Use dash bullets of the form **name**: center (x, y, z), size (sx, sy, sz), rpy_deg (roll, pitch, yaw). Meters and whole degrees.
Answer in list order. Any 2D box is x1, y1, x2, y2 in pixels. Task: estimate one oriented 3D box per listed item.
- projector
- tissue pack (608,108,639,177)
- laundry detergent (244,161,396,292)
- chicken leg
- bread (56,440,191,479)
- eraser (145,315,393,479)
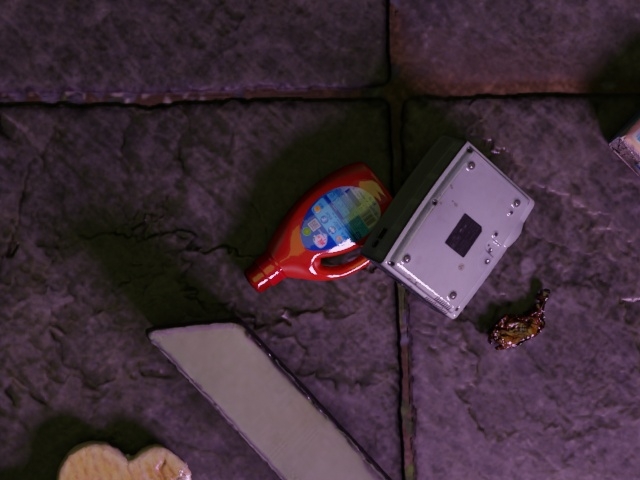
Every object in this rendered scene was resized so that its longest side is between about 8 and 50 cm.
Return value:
- **projector**: center (0.129, -0.012, 1.118), size (0.115, 0.061, 0.147), rpy_deg (37, 86, -30)
- **tissue pack**: center (0.352, -0.109, 1.160), size (0.094, 0.059, 0.074), rpy_deg (-44, 90, -5)
- **laundry detergent**: center (0.000, 0.000, 1.137), size (0.165, 0.049, 0.097), rpy_deg (-37, 97, -2)
- **chicken leg**: center (0.208, 0.084, 1.161), size (0.083, 0.021, 0.036), rpy_deg (-34, 81, -5)
- **bread**: center (-0.213, 0.321, 1.111), size (0.182, 0.039, 0.250), rpy_deg (-1, 88, -4)
- **eraser**: center (-0.021, 0.191, 1.094), size (0.077, 0.111, 0.352), rpy_deg (-43, 91, -5)
